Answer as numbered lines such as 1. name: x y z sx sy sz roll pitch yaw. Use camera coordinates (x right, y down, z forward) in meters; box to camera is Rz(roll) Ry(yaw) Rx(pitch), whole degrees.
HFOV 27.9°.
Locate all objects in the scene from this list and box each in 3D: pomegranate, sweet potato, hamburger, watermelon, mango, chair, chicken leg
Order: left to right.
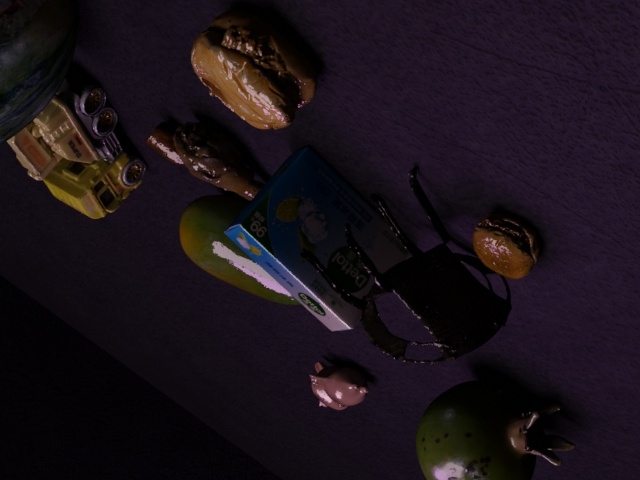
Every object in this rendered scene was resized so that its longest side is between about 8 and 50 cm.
1. watermelon: -0.442 -0.264 1.735 0.201 0.213 0.261 37 162 9
2. sweet potato: -0.194 -0.131 1.851 0.117 0.049 0.049 28 161 1
3. chicken leg: -0.119 -0.088 1.767 0.198 0.069 0.085 39 165 -20
4. hamburger: -0.075 -0.188 1.418 0.138 0.083 0.147 42 164 -19
5. mango: -0.093 0.015 1.896 0.251 0.114 0.156 23 149 10
6. chair: 0.106 0.041 1.482 0.213 0.174 0.149 51 158 2
7. pomegranate: 0.243 0.280 1.788 0.224 0.181 0.181 -17 124 43
8. hamburger: 0.200 0.006 1.398 0.076 0.044 0.083 30 162 28

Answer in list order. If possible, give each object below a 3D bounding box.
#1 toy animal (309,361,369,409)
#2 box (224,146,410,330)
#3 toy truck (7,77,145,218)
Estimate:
1. toy animal: 0.038 0.256 2.262 0.150 0.089 0.083 2 117 66
2. box: -0.001 0.000 1.617 0.194 0.139 0.073 43 161 -12
3. toy truck: -0.395 -0.145 2.015 0.124 0.157 0.272 29 159 30
